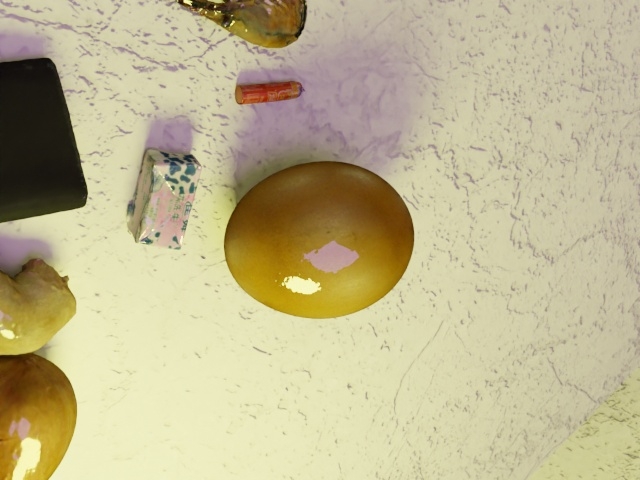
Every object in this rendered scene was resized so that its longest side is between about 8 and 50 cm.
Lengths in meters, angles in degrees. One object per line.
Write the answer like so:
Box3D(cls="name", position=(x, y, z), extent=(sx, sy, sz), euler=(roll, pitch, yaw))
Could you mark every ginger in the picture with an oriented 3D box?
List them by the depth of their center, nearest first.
Box3D(cls="ginger", position=(-0.516, 0.098, 1.118), extent=(0.267, 0.138, 0.152), euler=(17, 60, -43))

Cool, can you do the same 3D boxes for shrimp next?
Box3D(cls="shrimp", position=(-0.127, -0.384, 1.155), extent=(0.262, 0.066, 0.117), euler=(7, 96, -50))

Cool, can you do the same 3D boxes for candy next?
Box3D(cls="candy", position=(-0.266, -0.071, 1.224), extent=(0.092, 0.073, 0.160), euler=(6, 111, -33))

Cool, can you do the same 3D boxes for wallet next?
Box3D(cls="wallet", position=(-0.530, -0.113, 0.959), extent=(0.406, 0.062, 0.228), euler=(-16, 93, -37))

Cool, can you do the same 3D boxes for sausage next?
Box3D(cls="sausage", position=(-0.085, -0.260, 1.265), extent=(0.129, 0.034, 0.034), euler=(-11, 119, -28))

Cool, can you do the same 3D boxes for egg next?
Box3D(cls="egg", position=(0.000, 0.000, 1.295), extent=(0.351, 0.282, 0.282), euler=(-10, 119, -28))

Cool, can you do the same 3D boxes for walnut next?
Box3D(cls="walnut", position=(-0.515, 0.329, 1.191), extent=(0.203, 0.203, 0.297), euler=(8, 98, -35))
